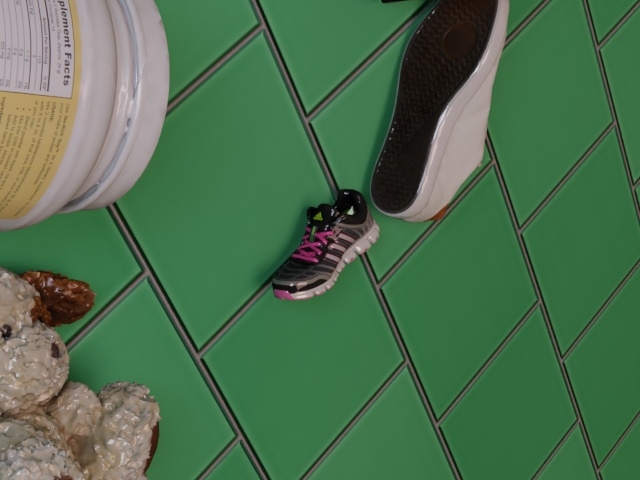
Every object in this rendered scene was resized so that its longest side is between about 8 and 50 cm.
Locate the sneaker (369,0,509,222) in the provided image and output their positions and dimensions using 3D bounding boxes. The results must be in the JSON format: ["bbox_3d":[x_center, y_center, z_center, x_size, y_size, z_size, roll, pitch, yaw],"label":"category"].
[{"bbox_3d":[0.151,-0.159,1.510,0.123,0.106,0.290,14,101,-54],"label":"sneaker"}]

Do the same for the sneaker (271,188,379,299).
[{"bbox_3d":[0.000,0.000,1.421,0.170,0.063,0.075,-41,129,-37],"label":"sneaker"}]

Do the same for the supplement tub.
[{"bbox_3d":[-0.299,-0.126,0.934,0.331,0.241,0.241,1,102,-47],"label":"supplement tub"}]

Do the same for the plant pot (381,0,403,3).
[{"bbox_3d":[0.134,-0.379,1.366,0.188,0.187,0.167,-49,120,-24],"label":"plant pot"}]

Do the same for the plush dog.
[{"bbox_3d":[-0.277,0.130,1.117,0.262,0.210,0.226,-22,106,-72],"label":"plush dog"}]
